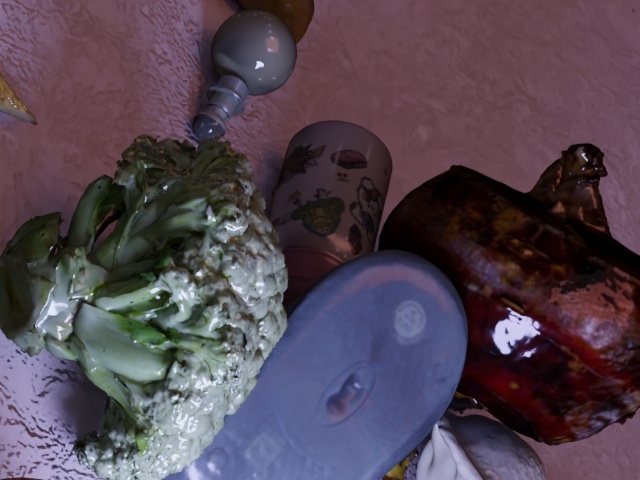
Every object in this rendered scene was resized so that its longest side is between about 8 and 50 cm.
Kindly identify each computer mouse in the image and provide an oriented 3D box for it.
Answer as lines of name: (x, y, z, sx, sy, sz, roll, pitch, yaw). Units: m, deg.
computer mouse: (-0.014, 0.165, 1.763, 0.371, 0.122, 0.188, -47, 107, -19)

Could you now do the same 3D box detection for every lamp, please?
lamp: (-0.088, -0.166, 1.930, 0.091, 0.091, 0.163, 49, 55, -28)

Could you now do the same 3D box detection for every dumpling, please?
dumpling: (0.160, 0.237, 1.990, 0.166, 0.126, 0.216, 54, 25, -2)

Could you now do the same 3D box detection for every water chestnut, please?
water chestnut: (0.228, 0.040, 1.950, 0.350, 0.350, 0.302, 30, 89, -44)

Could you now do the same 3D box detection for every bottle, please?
bottle: (0.000, 0.000, 1.921, 0.120, 0.120, 0.253, 45, 40, -32)

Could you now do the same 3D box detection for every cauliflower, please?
cauliflower: (-0.158, 0.048, 1.599, 0.250, 0.272, 0.275, 11, 44, -19)

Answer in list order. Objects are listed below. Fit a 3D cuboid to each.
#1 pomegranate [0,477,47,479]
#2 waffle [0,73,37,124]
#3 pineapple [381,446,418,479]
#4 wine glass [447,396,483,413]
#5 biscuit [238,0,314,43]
pomegranate: (-0.216, 0.285, 1.384, 0.209, 0.209, 0.209, 31, 49, -44)
waffle: (-0.332, -0.147, 1.603, 0.191, 0.032, 0.125, 56, 34, -17)
pineapple: (0.041, 0.166, 1.963, 0.221, 0.047, 0.221, 33, 49, -48)
wine glass: (0.175, 0.119, 2.150, 0.072, 0.072, 0.155, 39, 44, -38)
biscuit: (-0.084, -0.380, 2.060, 0.290, 0.062, 0.237, 52, 36, -27)
